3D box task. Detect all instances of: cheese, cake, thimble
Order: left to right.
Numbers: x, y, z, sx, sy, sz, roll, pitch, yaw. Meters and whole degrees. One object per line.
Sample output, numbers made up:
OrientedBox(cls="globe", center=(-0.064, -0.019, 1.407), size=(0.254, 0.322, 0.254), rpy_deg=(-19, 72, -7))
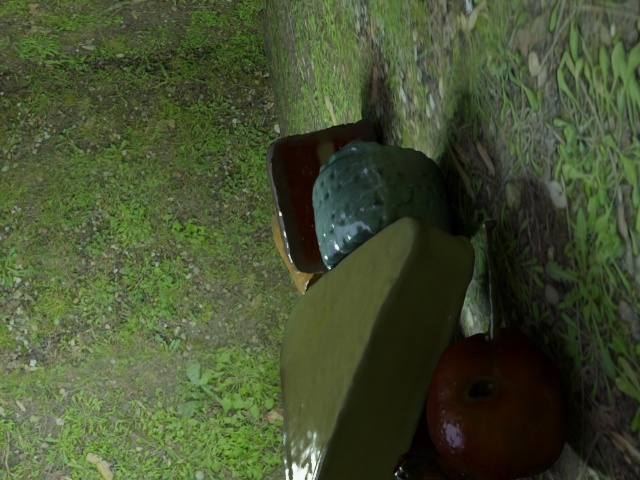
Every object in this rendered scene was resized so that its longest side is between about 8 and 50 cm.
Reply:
OrientedBox(cls="cake", center=(0.018, -0.090, 1.535), size=(0.230, 0.237, 0.309), rpy_deg=(-143, 42, -84))
OrientedBox(cls="cheese", center=(0.067, 0.125, 0.942), size=(0.384, 0.104, 0.384), rpy_deg=(-54, 21, 32))
OrientedBox(cls="thimble", center=(0.093, -0.038, 1.092), size=(0.250, 0.204, 0.172), rpy_deg=(81, -178, -66))

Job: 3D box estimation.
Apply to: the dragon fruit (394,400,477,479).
OrientedBox(cls="dragon fruit", center=(0.159, 0.280, 1.067), size=(0.282, 0.211, 0.147), rpy_deg=(-65, -25, -55))

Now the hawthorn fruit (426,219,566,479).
OrientedBox(cls="hawthorn fruit", center=(0.187, 0.121, 0.797), size=(0.165, 0.165, 0.286), rpy_deg=(179, 86, -83))

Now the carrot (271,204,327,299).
OrientedBox(cls="carrot", center=(0.000, 0.000, 1.859), size=(0.341, 0.224, 0.224), rpy_deg=(-118, 18, -45))
